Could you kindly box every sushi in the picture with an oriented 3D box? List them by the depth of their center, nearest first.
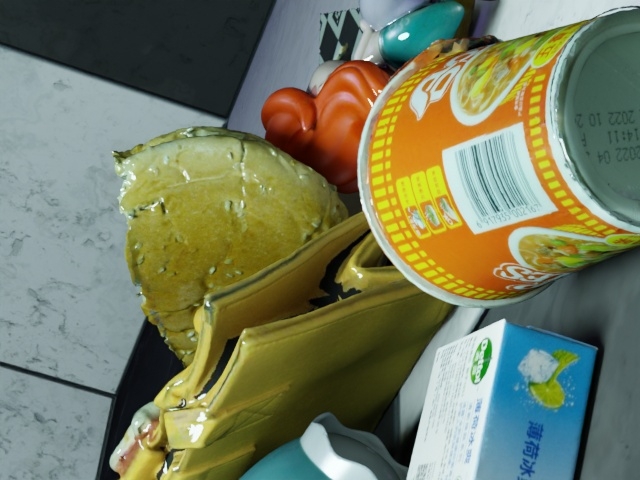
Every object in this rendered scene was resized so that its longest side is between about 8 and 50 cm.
[{"bbox_3d":[0.057,-0.164,1.719,0.220,0.047,0.231,-166,76,-68],"label":"sushi"}]

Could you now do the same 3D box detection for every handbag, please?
[{"bbox_3d":[-0.061,0.153,1.271,0.283,0.133,0.401,-26,-26,-44],"label":"handbag"}]

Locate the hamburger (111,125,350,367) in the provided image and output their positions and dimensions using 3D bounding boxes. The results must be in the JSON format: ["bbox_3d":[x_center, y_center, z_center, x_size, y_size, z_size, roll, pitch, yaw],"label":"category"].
[{"bbox_3d":[-0.072,0.009,1.379,0.309,0.211,0.132,75,180,-48],"label":"hamburger"}]

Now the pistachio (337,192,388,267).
[{"bbox_3d":[0.000,0.000,1.567,0.136,0.136,0.226,-65,30,31],"label":"pistachio"}]

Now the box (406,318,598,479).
[{"bbox_3d":[0.109,0.162,0.949,0.139,0.073,0.194,142,145,-71],"label":"box"}]

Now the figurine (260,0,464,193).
[{"bbox_3d":[0.064,-0.161,1.382,0.257,0.208,0.181,-66,-12,4],"label":"figurine"}]

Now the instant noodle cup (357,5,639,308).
[{"bbox_3d":[0.148,-0.060,0.889,0.212,0.193,0.193,-18,55,67],"label":"instant noodle cup"}]

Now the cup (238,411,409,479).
[{"bbox_3d":[-0.006,0.242,1.179,0.173,0.167,0.299,-57,-1,9],"label":"cup"}]

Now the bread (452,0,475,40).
[{"bbox_3d":[0.115,-0.206,1.495,0.053,0.074,0.132,110,179,-87],"label":"bread"}]
